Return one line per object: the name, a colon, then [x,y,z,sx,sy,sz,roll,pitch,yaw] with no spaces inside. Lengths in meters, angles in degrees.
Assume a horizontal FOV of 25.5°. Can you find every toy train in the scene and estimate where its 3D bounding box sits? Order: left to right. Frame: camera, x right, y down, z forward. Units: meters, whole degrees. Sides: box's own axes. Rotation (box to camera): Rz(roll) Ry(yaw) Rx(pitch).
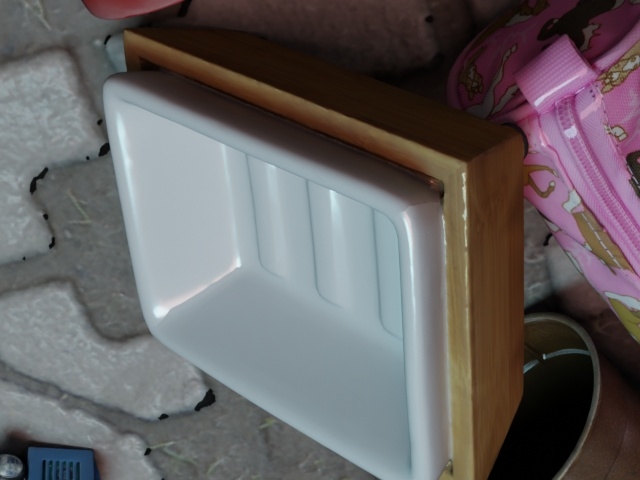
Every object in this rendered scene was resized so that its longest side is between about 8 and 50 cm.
toy train: [-0.232,0.244,1.121,0.105,0.080,0.184,6,122,-11]

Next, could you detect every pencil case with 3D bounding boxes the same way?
pencil case: [0.233,0.001,0.913,0.160,0.167,0.386,-44,115,-13]

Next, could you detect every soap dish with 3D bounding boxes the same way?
soap dish: [0.000,0.000,0.869,0.118,0.291,0.229,-30,129,-34]

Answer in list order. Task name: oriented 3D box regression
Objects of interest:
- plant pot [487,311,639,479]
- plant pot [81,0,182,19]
plant pot: [0.190,0.162,1.034,0.165,0.167,0.167,33,116,-28]
plant pot: [-0.078,-0.237,0.755,0.191,0.191,0.174,-20,115,12]
